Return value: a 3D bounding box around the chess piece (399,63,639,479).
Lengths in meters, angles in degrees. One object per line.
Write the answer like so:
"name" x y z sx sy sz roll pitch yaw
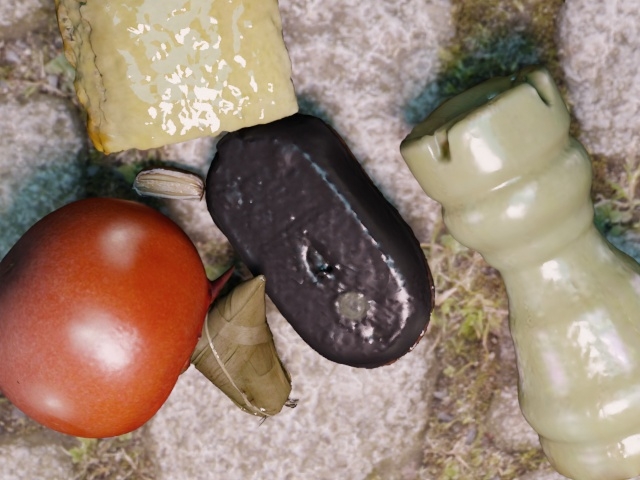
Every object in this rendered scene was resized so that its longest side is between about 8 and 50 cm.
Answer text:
"chess piece" 0.266 0.034 1.009 0.234 0.234 0.442 -31 102 4

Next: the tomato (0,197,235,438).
"tomato" -0.238 0.080 0.960 0.224 0.256 0.256 34 100 -29

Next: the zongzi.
"zongzi" -0.059 0.133 1.044 0.189 0.081 0.178 44 132 -14

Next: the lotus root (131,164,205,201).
"lotus root" -0.175 -0.068 1.038 0.083 0.030 0.037 6 107 -3

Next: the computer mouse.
"computer mouse" 0.001 -0.001 1.024 0.183 0.116 0.323 -35 93 16

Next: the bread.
"bread" -0.169 -0.292 0.912 0.236 0.165 0.375 -11 105 -6
